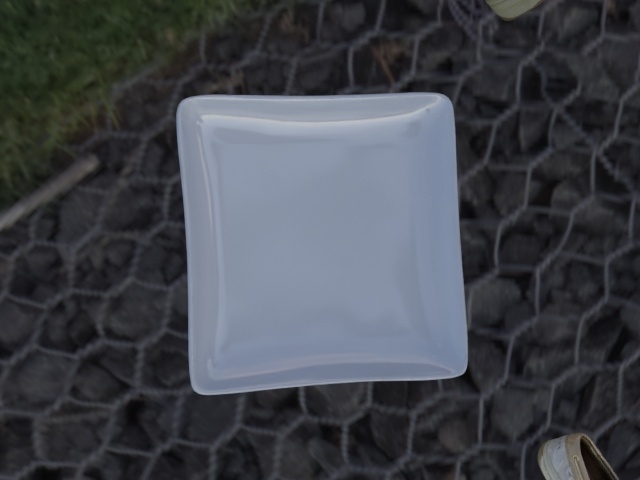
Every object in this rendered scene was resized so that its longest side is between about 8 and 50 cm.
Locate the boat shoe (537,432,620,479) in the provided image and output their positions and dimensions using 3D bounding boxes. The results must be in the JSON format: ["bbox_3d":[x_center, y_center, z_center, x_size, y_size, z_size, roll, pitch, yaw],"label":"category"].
[{"bbox_3d":[0.286,0.263,1.597,0.059,0.063,0.170,-35,96,40],"label":"boat shoe"}]

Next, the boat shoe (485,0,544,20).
[{"bbox_3d":[0.272,-0.356,1.717,0.110,0.341,0.121,39,46,-17],"label":"boat shoe"}]

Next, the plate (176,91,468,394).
[{"bbox_3d":[0.000,0.000,1.532,0.277,0.045,0.278,-3,88,-18],"label":"plate"}]
